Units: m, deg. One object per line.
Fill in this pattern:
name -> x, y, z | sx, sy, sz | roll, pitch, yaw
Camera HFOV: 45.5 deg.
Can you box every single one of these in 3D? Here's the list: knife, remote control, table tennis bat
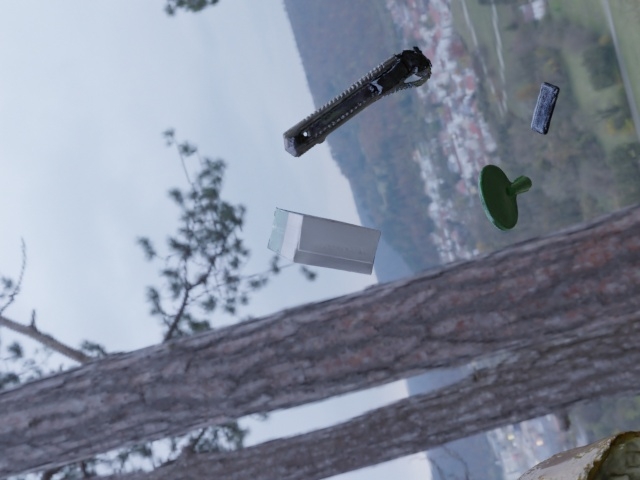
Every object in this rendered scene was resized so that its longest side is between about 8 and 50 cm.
knife -> 0.076, -0.291, 1.629 | 0.089, 0.365, 0.043 | 56, -174, -12
remote control -> 0.415, -0.244, 1.418 | 0.039, 0.014, 0.096 | 34, 129, 37
table tennis bat -> 0.440, -0.112, 1.814 | 0.257, 0.039, 0.160 | -24, -86, -50

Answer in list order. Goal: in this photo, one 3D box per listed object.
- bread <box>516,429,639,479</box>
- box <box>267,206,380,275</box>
bread -> 0.438, 0.501, 1.276 | 0.250, 0.361, 0.394 | 46, 142, -2
box -> 0.000, 0.000, 1.272 | 0.199, 0.135, 0.081 | -155, 76, -72
